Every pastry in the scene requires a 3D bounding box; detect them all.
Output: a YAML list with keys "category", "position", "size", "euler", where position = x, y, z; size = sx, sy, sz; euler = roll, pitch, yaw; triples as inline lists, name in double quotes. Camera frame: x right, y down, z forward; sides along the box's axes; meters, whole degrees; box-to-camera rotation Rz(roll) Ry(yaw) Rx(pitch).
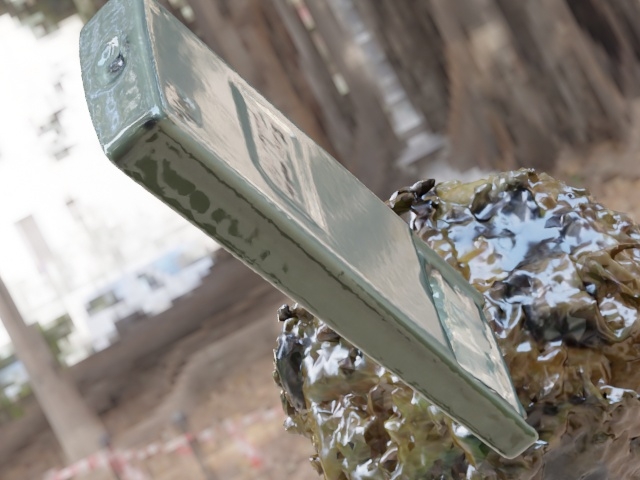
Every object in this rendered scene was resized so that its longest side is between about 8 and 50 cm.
- category: "pastry"
  position: [0.094, 0.085, 1.189]
  size: [0.275, 0.275, 0.193]
  euler: [-27, 1, 26]

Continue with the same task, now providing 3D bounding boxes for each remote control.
- category: "remote control"
  position: [0.000, 0.000, 0.928]
  size: [0.038, 0.285, 0.123]
  euler: [-39, 36, 16]
